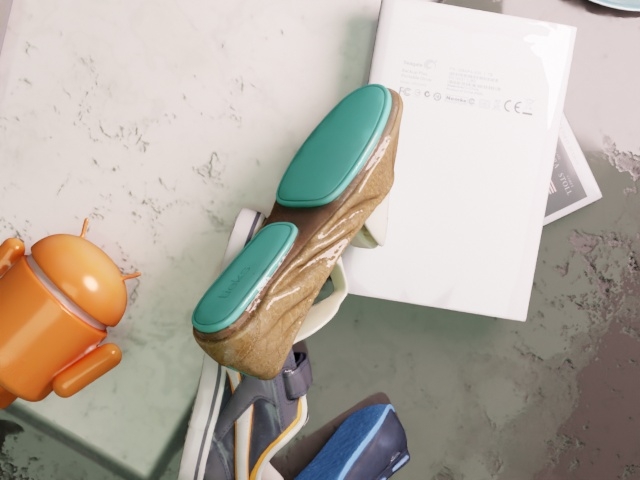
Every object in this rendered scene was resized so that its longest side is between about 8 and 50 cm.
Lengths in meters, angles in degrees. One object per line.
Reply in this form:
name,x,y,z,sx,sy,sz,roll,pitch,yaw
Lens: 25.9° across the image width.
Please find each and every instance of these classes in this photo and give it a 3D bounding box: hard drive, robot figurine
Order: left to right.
robot figurine,-0.294,0.084,1.480,0.219,0.158,0.128,-46,127,1
hard drive,0.143,-0.087,1.496,0.210,0.040,0.319,9,94,-2

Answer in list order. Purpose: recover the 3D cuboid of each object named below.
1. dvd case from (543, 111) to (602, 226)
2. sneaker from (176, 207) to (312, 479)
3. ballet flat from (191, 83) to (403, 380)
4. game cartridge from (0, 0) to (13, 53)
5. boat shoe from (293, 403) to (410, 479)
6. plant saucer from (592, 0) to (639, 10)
dvd case,0.166,-0.076,1.533,0.238,0.029,0.179,-26,94,1
sneaker,-0.065,0.128,1.494,0.127,0.126,0.321,11,103,1
ballet flat,0.000,0.000,1.409,0.124,0.116,0.342,50,59,-35
game cartridge,-0.424,-0.265,1.425,0.230,0.068,0.355,11,95,-47
boat shoe,0.023,0.280,1.467,0.258,0.109,0.089,-43,110,-32
plant saucer,0.349,-0.407,1.511,0.317,0.044,0.318,0,94,-3
